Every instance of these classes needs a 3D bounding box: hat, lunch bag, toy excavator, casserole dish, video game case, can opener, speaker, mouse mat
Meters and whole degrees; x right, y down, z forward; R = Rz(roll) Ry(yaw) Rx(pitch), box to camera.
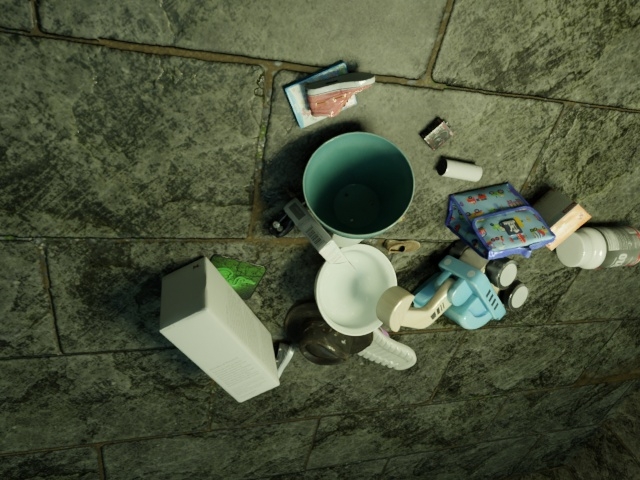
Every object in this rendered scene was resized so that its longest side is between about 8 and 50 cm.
[{"bbox_3d":[0.025,0.364,1.635,0.331,0.134,0.331,3,129,4],"label":"hat"},{"bbox_3d":[0.570,-0.038,1.454,0.221,0.293,0.138,-12,129,-9],"label":"lunch bag"},{"bbox_3d":[0.442,0.199,1.552,0.445,0.222,0.433,-48,127,-7],"label":"toy excavator"},{"bbox_3d":[0.428,0.187,1.746,0.114,0.037,0.188,34,109,-35],"label":"casserole dish"},{"bbox_3d":[0.003,-0.377,1.192,0.166,0.015,0.119,-24,130,1],"label":"video game case"},{"bbox_3d":[-0.085,-0.081,1.372,0.059,0.073,0.186,44,105,3],"label":"can opener"},{"bbox_3d":[0.434,-0.219,1.426,0.136,0.055,0.055,5,124,-22],"label":"speaker"},{"bbox_3d":[-0.286,0.122,1.484,0.190,0.007,0.152,18,119,-27],"label":"mouse mat"}]

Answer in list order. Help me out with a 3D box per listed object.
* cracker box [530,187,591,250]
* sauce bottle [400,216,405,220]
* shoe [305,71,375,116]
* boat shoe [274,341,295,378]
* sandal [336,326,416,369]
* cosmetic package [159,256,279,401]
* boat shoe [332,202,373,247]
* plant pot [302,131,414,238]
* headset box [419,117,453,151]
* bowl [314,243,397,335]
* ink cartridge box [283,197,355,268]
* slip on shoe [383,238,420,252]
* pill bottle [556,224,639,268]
[{"bbox_3d":[0.774,-0.076,1.531,0.067,0.232,0.156,41,109,-8],"label":"cracker box"},{"bbox_3d":[0.208,-0.062,1.481,0.128,0.042,0.042,-24,130,-1],"label":"sauce bottle"},{"bbox_3d":[0.053,-0.370,1.166,0.178,0.063,0.081,-13,130,-2],"label":"shoe"},{"bbox_3d":[-0.178,0.474,1.745,0.076,0.080,0.228,25,120,-12],"label":"boat shoe"},{"bbox_3d":[0.195,0.376,1.776,0.416,0.102,0.169,37,123,-22],"label":"sandal"},{"bbox_3d":[-0.310,0.296,1.459,0.161,0.230,0.453,-25,130,5],"label":"cosmetic package"},{"bbox_3d":[0.130,-0.056,1.436,0.219,0.070,0.078,-33,110,2],"label":"boat shoe"},{"bbox_3d":[0.103,-0.127,1.279,0.290,0.290,0.195,-21,166,-2],"label":"plant pot"},{"bbox_3d":[0.344,-0.313,1.341,0.083,0.032,0.062,-40,127,16],"label":"headset box"},{"bbox_3d":[0.095,0.156,1.515,0.298,0.134,0.297,-1,92,-25],"label":"bowl"},{"bbox_3d":[0.000,0.000,1.320,0.066,0.189,0.232,-38,149,-4],"label":"ink cartridge box"},{"bbox_3d":[0.284,0.023,1.570,0.135,0.041,0.051,7,123,-23],"label":"slip on shoe"},{"bbox_3d":[1.067,0.027,1.751,0.283,0.161,0.161,-3,127,-16],"label":"pill bottle"}]
